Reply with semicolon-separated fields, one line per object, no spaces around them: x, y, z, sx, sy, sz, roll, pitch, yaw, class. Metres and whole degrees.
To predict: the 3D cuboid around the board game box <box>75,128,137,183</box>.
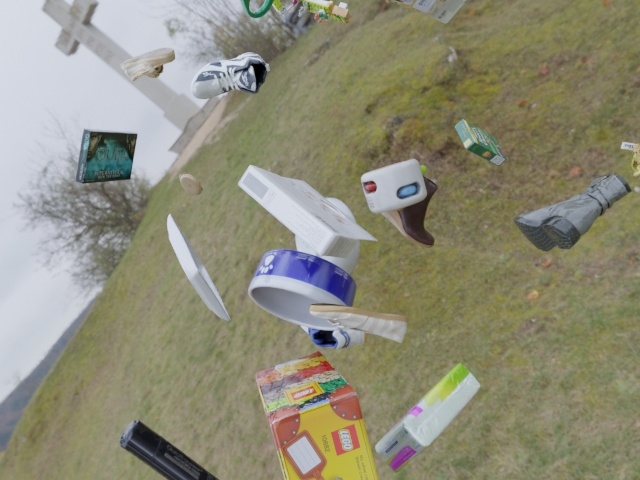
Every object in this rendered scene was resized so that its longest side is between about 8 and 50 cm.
-0.521;-0.208;1.238;0.186;0.026;0.126;-38;-36;-73;board game box

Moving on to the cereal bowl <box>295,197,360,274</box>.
0.000;0.000;2.012;0.141;0.339;0.339;-10;-12;-33;cereal bowl

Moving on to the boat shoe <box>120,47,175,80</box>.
-0.419;-0.434;1.254;0.170;0.059;0.063;0;40;31;boat shoe

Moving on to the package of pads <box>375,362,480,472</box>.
0.306;0.509;1.444;0.296;0.101;0.229;-29;-26;-37;package of pads

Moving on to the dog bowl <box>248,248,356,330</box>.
-0.044;0.130;1.288;0.265;0.264;0.104;-30;37;58;dog bowl

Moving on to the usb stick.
-0.328;0.505;1.134;0.045;0.278;0.077;-44;14;12;usb stick

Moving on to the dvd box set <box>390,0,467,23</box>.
0.198;-0.696;1.194;0.307;0.420;0.062;142;141;-70;dvd box set

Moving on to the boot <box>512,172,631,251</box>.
0.496;-0.058;1.000;0.161;0.083;0.246;-41;2;1;boot

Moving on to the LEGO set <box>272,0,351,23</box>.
-0.055;-0.703;1.484;0.107;0.287;0.132;-55;12;-22;LEGO set

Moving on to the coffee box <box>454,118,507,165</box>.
0.532;-0.322;1.669;0.040;0.184;0.113;-43;45;37;coffee box

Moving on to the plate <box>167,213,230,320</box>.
-0.383;0.092;1.550;0.045;0.277;0.278;-30;50;-9;plate

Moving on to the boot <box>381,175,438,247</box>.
0.356;-0.110;1.806;0.207;0.248;0.090;-52;-1;27;boot

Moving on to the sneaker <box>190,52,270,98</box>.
-0.248;-0.464;1.447;0.234;0.094;0.153;-24;34;-21;sneaker

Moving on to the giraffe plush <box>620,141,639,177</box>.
0.907;-0.240;1.337;0.210;0.182;0.170;-1;15;37;giraffe plush

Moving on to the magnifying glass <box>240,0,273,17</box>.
-0.182;-0.602;1.210;0.092;0.026;0.231;-53;-14;18;magnifying glass

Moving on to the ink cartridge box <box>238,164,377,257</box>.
-0.025;-0.067;1.275;0.066;0.296;0.261;-56;-25;13;ink cartridge box

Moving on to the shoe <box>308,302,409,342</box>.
0.081;0.173;1.070;0.076;0.218;0.058;146;134;-80;shoe

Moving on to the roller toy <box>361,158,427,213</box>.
0.233;-0.166;1.609;0.209;0.146;0.191;-14;8;26;roller toy

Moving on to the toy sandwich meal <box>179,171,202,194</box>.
-0.398;-0.177;1.561;0.085;0.085;0.029;-36;16;48;toy sandwich meal

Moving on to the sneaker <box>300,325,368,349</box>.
0.007;0.265;1.550;0.130;0.112;0.296;-11;4;-36;sneaker

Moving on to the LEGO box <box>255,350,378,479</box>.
0.009;0.570;1.219;0.193;0.501;0.372;-15;5;-12;LEGO box
